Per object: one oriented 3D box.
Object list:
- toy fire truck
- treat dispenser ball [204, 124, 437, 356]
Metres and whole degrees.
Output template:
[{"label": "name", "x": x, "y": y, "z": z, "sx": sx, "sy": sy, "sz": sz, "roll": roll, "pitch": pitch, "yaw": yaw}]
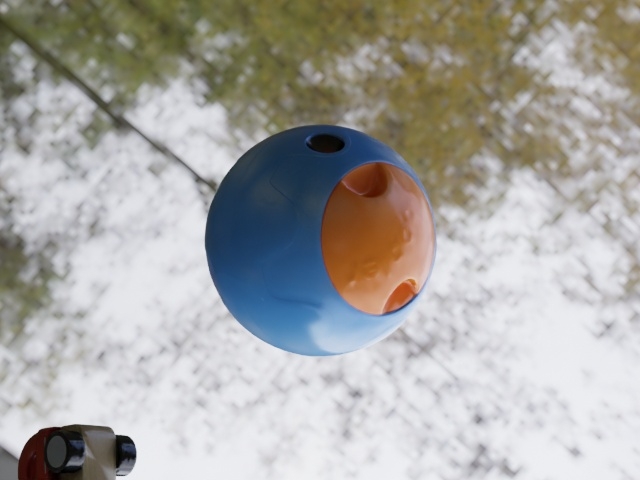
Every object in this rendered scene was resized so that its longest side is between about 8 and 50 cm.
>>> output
[{"label": "toy fire truck", "x": -0.357, "y": 0.372, "z": 2.458, "sx": 0.246, "sy": 0.158, "sz": 0.217, "roll": -14, "pitch": -107, "yaw": 43}, {"label": "treat dispenser ball", "x": 0.000, "y": 0.000, "z": 2.224, "sx": 0.288, "sy": 0.288, "sz": 0.288, "roll": -42, "pitch": -160, "yaw": 20}]
